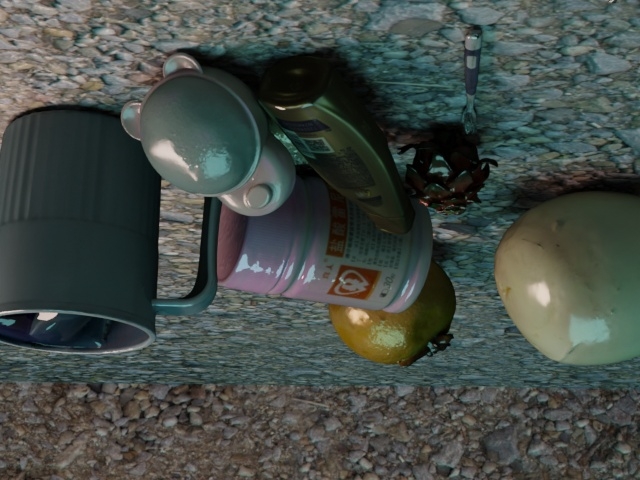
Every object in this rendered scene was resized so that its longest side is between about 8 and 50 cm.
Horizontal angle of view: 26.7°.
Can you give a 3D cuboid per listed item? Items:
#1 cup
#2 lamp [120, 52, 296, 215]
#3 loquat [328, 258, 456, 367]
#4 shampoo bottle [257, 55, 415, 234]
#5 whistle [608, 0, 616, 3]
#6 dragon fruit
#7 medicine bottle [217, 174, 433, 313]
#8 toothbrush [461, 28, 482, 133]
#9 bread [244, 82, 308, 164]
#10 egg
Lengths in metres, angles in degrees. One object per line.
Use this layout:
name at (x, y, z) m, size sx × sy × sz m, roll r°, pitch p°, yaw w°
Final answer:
cup at (-0.334, -0.015, 1.981) m, size 0.331 × 0.311 × 0.257 m, roll -8°, pitch 160°, yaw 27°
lamp at (-0.144, -0.125, 1.799) m, size 0.246 × 0.108 × 0.179 m, roll 42°, pitch 128°, yaw -10°
loquat at (0.138, 0.125, 2.484) m, size 0.244 × 0.243 × 0.244 m, roll 2°, pitch 162°, yaw 1°
shampoo bottle at (0.038, -0.121, 1.866) m, size 0.126 × 0.084 × 0.350 m, roll 3°, pitch 152°, yaw 31°
whistle at (0.217, -0.312, 1.389) m, size 0.269 × 0.093 × 0.180 m, roll 13°, pitch 160°, yaw -12°
dragon fruit at (0.184, -0.099, 1.984) m, size 0.130 × 0.121 × 0.142 m, roll -23°, pitch 146°, yaw -29°
medicine bottle at (0.000, 0.000, 2.164) m, size 0.316 × 0.202 × 0.202 m, roll 9°, pitch 161°, yaw -21°
toothbrush at (0.200, -0.207, 1.791) m, size 0.024 × 0.026 × 0.288 m, roll -2°, pitch 161°, yaw 4°
bread at (-0.095, -0.155, 1.926) m, size 0.232 × 0.064 × 0.172 m, roll 20°, pitch 153°, yaw -40°
egg at (0.458, 0.056, 2.166) m, size 0.345 × 0.283 × 0.283 m, roll -10°, pitch 162°, yaw -5°
